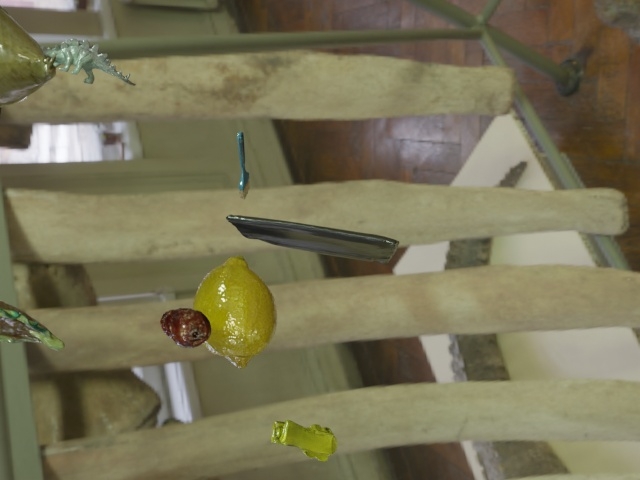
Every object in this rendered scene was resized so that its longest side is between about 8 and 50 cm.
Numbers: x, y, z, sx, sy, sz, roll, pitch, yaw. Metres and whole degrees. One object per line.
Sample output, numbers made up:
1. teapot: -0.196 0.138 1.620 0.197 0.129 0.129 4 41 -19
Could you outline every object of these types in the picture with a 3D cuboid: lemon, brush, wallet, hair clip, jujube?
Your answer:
1. lemon: -0.183 0.155 1.669 0.187 0.187 0.244 -174 80 -66
2. brush: -0.166 -0.162 1.662 0.051 0.014 0.164 -74 -12 -49
3. wallet: 0.000 0.000 1.233 0.323 0.247 0.041 40 -122 -84
4. hair clip: -0.029 0.411 1.600 0.046 0.173 0.072 -6 68 43
5. jujube: -0.256 0.163 1.466 0.129 0.077 0.077 4 98 56

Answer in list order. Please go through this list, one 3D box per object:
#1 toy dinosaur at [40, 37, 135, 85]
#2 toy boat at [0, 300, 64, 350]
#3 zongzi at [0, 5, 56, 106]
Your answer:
1. toy dinosaur: -0.472 -0.362 1.579 0.039 0.209 0.082 4 75 67
2. toy boat: -0.450 0.111 0.938 0.108 0.293 0.099 -37 72 30
3. zongzi: -0.559 -0.366 0.946 0.467 0.218 0.500 -5 130 46
